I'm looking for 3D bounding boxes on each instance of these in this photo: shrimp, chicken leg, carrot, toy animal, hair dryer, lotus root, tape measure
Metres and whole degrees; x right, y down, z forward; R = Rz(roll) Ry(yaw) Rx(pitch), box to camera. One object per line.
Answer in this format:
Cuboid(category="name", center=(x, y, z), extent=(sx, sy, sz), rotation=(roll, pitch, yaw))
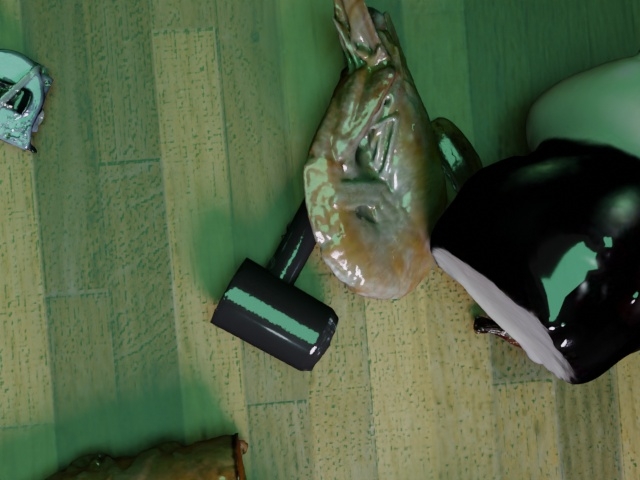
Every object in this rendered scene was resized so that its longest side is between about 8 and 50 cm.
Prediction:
Cuboid(category="shrimp", center=(0.041, -0.093, 1.615), extent=(0.168, 0.077, 0.317), rotation=(-29, 111, -39))
Cuboid(category="chicken leg", center=(0.227, 0.082, 1.697), extent=(0.145, 0.037, 0.062), rotation=(-20, 87, -5))
Cuboid(category="carrot", center=(-0.192, 0.250, 1.624), extent=(0.263, 0.102, 0.101), rotation=(-10, 92, -5))
Cuboid(category="toy animal", center=(0.282, -0.032, 1.603), extent=(0.251, 0.251, 0.310), rotation=(44, 83, -5))
Cuboid(category="hair dryer", center=(-0.002, -0.001, 1.666), extent=(0.114, 0.070, 0.248), rotation=(30, 79, -5))
Cuboid(category="lotus root", center=(0.135, -0.085, 1.688), extent=(0.037, 0.030, 0.083), rotation=(-33, 95, -6))
Cuboid(category="tape measure", center=(-0.305, -0.136, 1.626), extent=(0.091, 0.054, 0.094), rotation=(10, 92, -12))
